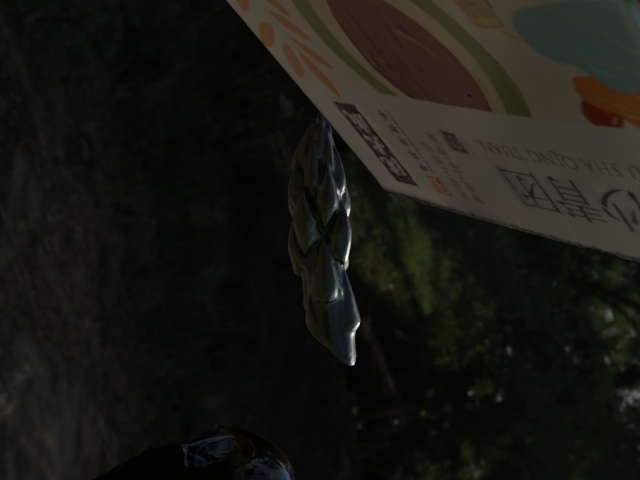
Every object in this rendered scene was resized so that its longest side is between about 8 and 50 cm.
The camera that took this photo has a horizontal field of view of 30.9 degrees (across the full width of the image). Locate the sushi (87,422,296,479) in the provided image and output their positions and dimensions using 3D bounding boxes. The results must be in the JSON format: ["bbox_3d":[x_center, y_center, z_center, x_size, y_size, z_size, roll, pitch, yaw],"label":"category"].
[{"bbox_3d":[-0.100,0.259,0.943,0.215,0.212,0.227,47,-25,37],"label":"sushi"}]

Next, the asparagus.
[{"bbox_3d":[0.000,0.000,1.311,0.080,0.080,0.287,-81,170,-80],"label":"asparagus"}]

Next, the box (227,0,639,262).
[{"bbox_3d":[0.057,-0.167,0.576,0.385,0.122,0.344,48,-15,-30],"label":"box"}]
